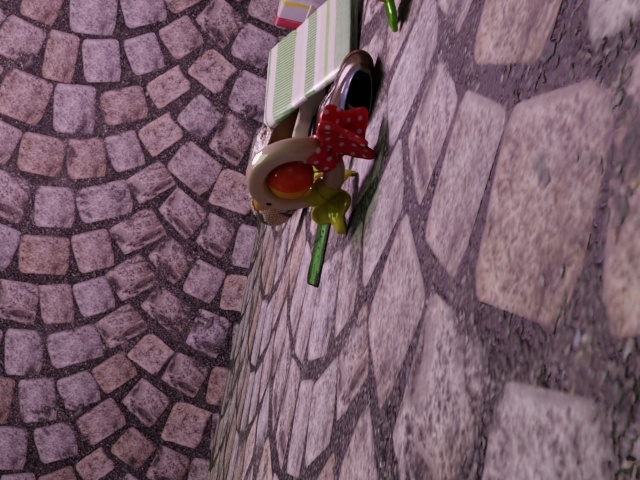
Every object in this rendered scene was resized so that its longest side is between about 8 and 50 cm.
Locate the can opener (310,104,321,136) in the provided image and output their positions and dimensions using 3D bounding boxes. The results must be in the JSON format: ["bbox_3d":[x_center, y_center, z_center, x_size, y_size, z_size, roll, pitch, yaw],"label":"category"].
[{"bbox_3d":[-0.006,-0.224,1.754,0.073,0.059,0.186,40,-111,-70],"label":"can opener"}]

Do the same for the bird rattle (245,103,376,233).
[{"bbox_3d":[-0.017,-0.108,1.248,0.253,0.207,0.143,99,160,-65],"label":"bird rattle"}]

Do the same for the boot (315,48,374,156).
[{"bbox_3d":[0.040,-0.226,1.360,0.106,0.082,0.219,-93,19,-67],"label":"boot"}]

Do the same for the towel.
[{"bbox_3d":[-0.024,-0.415,1.747,0.325,0.038,0.248,-28,50,46],"label":"towel"}]

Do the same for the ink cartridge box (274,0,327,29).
[{"bbox_3d":[-0.009,-0.755,2.080,0.385,0.160,0.279,-179,100,-81],"label":"ink cartridge box"}]

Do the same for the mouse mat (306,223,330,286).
[{"bbox_3d":[0.000,0.000,1.573,0.152,0.007,0.189,179,101,-81],"label":"mouse mat"}]

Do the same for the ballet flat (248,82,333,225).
[{"bbox_3d":[-0.065,-0.266,1.880,0.182,0.164,0.483,-156,81,-72],"label":"ballet flat"}]

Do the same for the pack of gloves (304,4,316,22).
[{"bbox_3d":[-0.019,-0.477,2.036,0.232,0.046,0.195,-70,-18,0],"label":"pack of gloves"}]

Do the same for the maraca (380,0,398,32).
[{"bbox_3d":[0.101,-0.424,1.201,0.127,0.099,0.185,-84,-17,-64],"label":"maraca"}]
